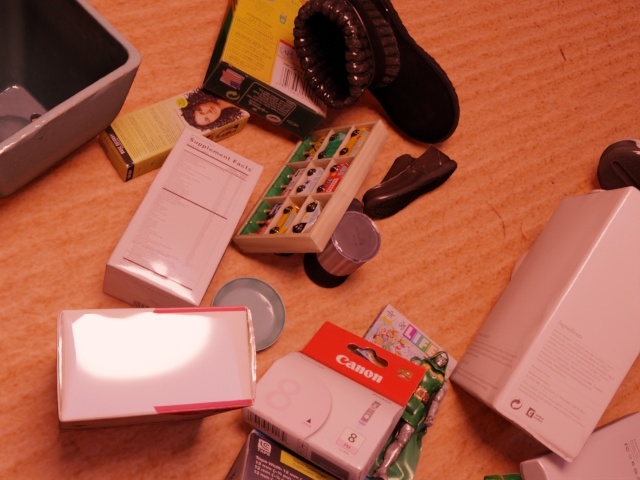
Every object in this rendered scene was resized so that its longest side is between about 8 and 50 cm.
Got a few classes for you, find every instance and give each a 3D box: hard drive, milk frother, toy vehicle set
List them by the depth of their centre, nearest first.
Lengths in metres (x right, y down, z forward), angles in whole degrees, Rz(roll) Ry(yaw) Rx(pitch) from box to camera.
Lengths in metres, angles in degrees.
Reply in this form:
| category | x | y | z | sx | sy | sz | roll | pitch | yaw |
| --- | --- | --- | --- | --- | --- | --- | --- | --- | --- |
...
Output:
| category | x | y | z | sx | sy | sz | roll | pitch | yaw |
| --- | --- | --- | --- | --- | --- | --- | --- | --- | --- |
| hard drive | 0.468 | 0.425 | 1.053 | 0.353 | 0.047 | 0.233 | -2 | 70 | -41 |
| milk frother | 0.000 | 0.000 | 1.053 | 0.143 | 0.135 | 0.129 | -6 | 70 | -23 |
| toy vehicle set | -0.013 | -0.089 | 1.064 | 0.035 | 0.166 | 0.267 | 55 | 50 | -33 |

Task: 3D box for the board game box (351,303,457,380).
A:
| category | x | y | z | sx | sy | sz | roll | pitch | yaw |
| --- | --- | --- | --- | --- | --- | --- | --- | --- | --- |
| board game box | 0.140 | 0.193 | 1.090 | 0.154 | 0.026 | 0.103 | 40 | 60 | -2 |

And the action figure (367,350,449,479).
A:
| category | x | y | z | sx | sy | sz | roll | pitch | yaw |
| --- | --- | --- | --- | --- | --- | --- | --- | --- | --- |
| action figure | 0.134 | 0.258 | 1.015 | 0.137 | 0.063 | 0.232 | 39 | 61 | 1 |

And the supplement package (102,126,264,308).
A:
| category | x | y | z | sx | sy | sz | roll | pitch | yaw |
| --- | --- | --- | --- | --- | --- | --- | --- | --- | --- |
| supplement package | -0.201 | -0.017 | 0.981 | 0.139 | 0.134 | 0.244 | 27 | 62 | -9 |

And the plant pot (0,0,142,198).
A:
| category | x | y | z | sx | sy | sz | roll | pitch | yaw |
| --- | --- | --- | --- | --- | --- | --- | --- | --- | --- |
| plant pot | -0.428 | -0.203 | 0.902 | 0.248 | 0.252 | 0.247 | 45 | 61 | 0 |

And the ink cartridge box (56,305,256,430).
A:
| category | x | y | z | sx | sy | sz | roll | pitch | yaw |
| --- | --- | --- | --- | --- | --- | --- | --- | --- | --- |
| ink cartridge box | -0.215 | 0.165 | 0.817 | 0.207 | 0.283 | 0.117 | 0 | 73 | -21 |

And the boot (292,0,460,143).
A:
| category | x | y | z | sx | sy | sz | roll | pitch | yaw |
| --- | --- | --- | --- | --- | --- | --- | --- | --- | --- |
| boot | 0.102 | -0.275 | 1.133 | 0.348 | 0.131 | 0.260 | 50 | 32 | -13 |

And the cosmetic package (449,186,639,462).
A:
| category | x | y | z | sx | sy | sz | roll | pitch | yaw |
| --- | --- | --- | --- | --- | --- | --- | --- | --- | --- |
| cosmetic package | 0.390 | 0.116 | 1.039 | 0.156 | 0.217 | 0.385 | 35 | 87 | -5 |

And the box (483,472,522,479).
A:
| category | x | y | z | sx | sy | sz | roll | pitch | yaw |
| --- | --- | --- | --- | --- | --- | --- | --- | --- | --- |
| box | 0.279 | 0.447 | 0.995 | 0.043 | 0.105 | 0.179 | 5 | 67 | -21 |

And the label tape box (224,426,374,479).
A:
| category | x | y | z | sx | sy | sz | roll | pitch | yaw |
| --- | --- | --- | --- | --- | --- | --- | --- | --- | --- |
| label tape box | -0.019 | 0.397 | 0.846 | 0.249 | 0.348 | 0.115 | 31 | 103 | -8 |

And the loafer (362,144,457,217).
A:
| category | x | y | z | sx | sy | sz | roll | pitch | yaw |
| --- | --- | --- | --- | --- | --- | --- | --- | --- | --- |
| loafer | 0.150 | -0.110 | 1.199 | 0.220 | 0.080 | 0.078 | -27 | 71 | -33 |

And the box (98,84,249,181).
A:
| category | x | y | z | sx | sy | sz | roll | pitch | yaw |
| --- | --- | --- | --- | --- | --- | --- | --- | --- | --- |
| box | -0.236 | -0.185 | 1.081 | 0.232 | 0.058 | 0.087 | -31 | 83 | -28 |

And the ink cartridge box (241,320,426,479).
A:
| category | x | y | z | sx | sy | sz | roll | pitch | yaw |
| --- | --- | --- | --- | --- | --- | --- | --- | --- | --- |
| ink cartridge box | 0.028 | 0.211 | 0.955 | 0.189 | 0.066 | 0.232 | 24 | 49 | 20 |

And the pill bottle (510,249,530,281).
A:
| category | x | y | z | sx | sy | sz | roll | pitch | yaw |
| --- | --- | --- | --- | --- | --- | --- | --- | --- | --- |
| pill bottle | 0.447 | 0.088 | 1.208 | 0.180 | 0.108 | 0.108 | 25 | 62 | -10 |

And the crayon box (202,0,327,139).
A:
| category | x | y | z | sx | sy | sz | roll | pitch | yaw |
| --- | --- | --- | --- | --- | --- | --- | --- | --- | --- |
| crayon box | -0.072 | -0.356 | 1.169 | 0.202 | 0.081 | 0.319 | 25 | 54 | -23 |

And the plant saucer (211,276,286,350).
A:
| category | x | y | z | sx | sy | sz | roll | pitch | yaw |
| --- | --- | --- | --- | --- | --- | --- | --- | --- | --- |
| plant saucer | -0.113 | 0.116 | 1.026 | 0.119 | 0.021 | 0.119 | 7 | 67 | -18 |

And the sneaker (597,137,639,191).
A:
| category | x | y | z | sx | sy | sz | roll | pitch | yaw |
| --- | --- | --- | --- | --- | --- | --- | --- | --- | --- |
| sneaker | 0.767 | -0.144 | 1.422 | 0.447 | 0.169 | 0.258 | 26 | 53 | -18 |
